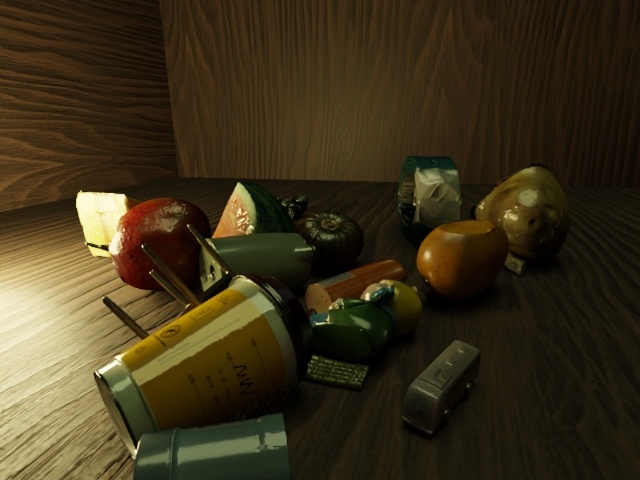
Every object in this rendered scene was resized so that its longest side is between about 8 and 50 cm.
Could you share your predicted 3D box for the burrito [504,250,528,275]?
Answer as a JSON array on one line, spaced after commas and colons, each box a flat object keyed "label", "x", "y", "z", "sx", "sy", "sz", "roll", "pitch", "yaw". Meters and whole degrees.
[{"label": "burrito", "x": 0.558, "y": 0.061, "z": 1.204, "sx": 0.055, "sy": 0.041, "sz": 0.149, "roll": -16, "pitch": 21, "yaw": -5}]

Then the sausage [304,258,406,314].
[{"label": "sausage", "x": 0.107, "y": 0.106, "z": 0.983, "sx": 0.312, "sy": 0.093, "sz": 0.093, "roll": -16, "pitch": 21, "yaw": -42}]

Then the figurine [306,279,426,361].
[{"label": "figurine", "x": 0.094, "y": 0.146, "z": 0.818, "sx": 0.185, "sy": 0.127, "sz": 0.234, "roll": -9, "pitch": 18, "yaw": 38}]

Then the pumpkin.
[{"label": "pumpkin", "x": 0.014, "y": 0.011, "z": 1.235, "sx": 0.219, "sy": 0.162, "sz": 0.219, "roll": 6, "pitch": 40, "yaw": -5}]

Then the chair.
[{"label": "chair", "x": -0.245, "y": 0.133, "z": 0.813, "sx": 0.272, "sy": 0.166, "sz": 0.188, "roll": 43, "pitch": 19, "yaw": -1}]

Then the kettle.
[{"label": "kettle", "x": -0.168, "y": 0.067, "z": 1.045, "sx": 0.255, "sy": 0.165, "sz": 0.240, "roll": -10, "pitch": -11, "yaw": -33}]

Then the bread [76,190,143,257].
[{"label": "bread", "x": -0.606, "y": -0.085, "z": 1.455, "sx": 0.233, "sy": 0.245, "sz": 0.361, "roll": 5, "pitch": 20, "yaw": 23}]

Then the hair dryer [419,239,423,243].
[{"label": "hair dryer", "x": 0.366, "y": 0.023, "z": 1.372, "sx": 0.154, "sy": 0.044, "sz": 0.183, "roll": -9, "pitch": 13, "yaw": -31}]

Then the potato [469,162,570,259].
[{"label": "potato", "x": 0.636, "y": -0.044, "z": 1.258, "sx": 0.288, "sy": 0.301, "sz": 0.237, "roll": 18, "pitch": 39, "yaw": -27}]

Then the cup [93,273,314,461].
[{"label": "cup", "x": -0.156, "y": 0.177, "z": 0.600, "sx": 0.279, "sy": 0.196, "sz": 0.196, "roll": -26, "pitch": 28, "yaw": -37}]

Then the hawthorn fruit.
[{"label": "hawthorn fruit", "x": -0.442, "y": 0.004, "z": 1.071, "sx": 0.300, "sy": 0.254, "sz": 0.254, "roll": 7, "pitch": 13, "yaw": -17}]

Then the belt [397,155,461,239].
[{"label": "belt", "x": 0.386, "y": -0.159, "z": 1.518, "sx": 0.173, "sy": 0.300, "sz": 0.436, "roll": -2, "pitch": 11, "yaw": -2}]

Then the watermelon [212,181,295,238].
[{"label": "watermelon", "x": -0.226, "y": -0.033, "z": 1.279, "sx": 0.292, "sy": 0.283, "sz": 0.250, "roll": -28, "pitch": -6, "yaw": -7}]

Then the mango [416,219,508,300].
[{"label": "mango", "x": 0.355, "y": 0.044, "z": 1.004, "sx": 0.290, "sy": 0.191, "sz": 0.160, "roll": -18, "pitch": 29, "yaw": -34}]

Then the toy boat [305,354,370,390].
[{"label": "toy boat", "x": 0.022, "y": 0.223, "z": 0.704, "sx": 0.115, "sy": 0.016, "sz": 0.063, "roll": 5, "pitch": 16, "yaw": 20}]

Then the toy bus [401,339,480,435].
[{"label": "toy bus", "x": 0.186, "y": 0.216, "z": 0.622, "sx": 0.057, "sy": 0.072, "sz": 0.172, "roll": 17, "pitch": 24, "yaw": 37}]

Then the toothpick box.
[{"label": "toothpick box", "x": -0.113, "y": 0.253, "z": 0.452, "sx": 0.153, "sy": 0.101, "sz": 0.101, "roll": -3, "pitch": 16, "yaw": -12}]

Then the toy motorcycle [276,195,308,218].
[{"label": "toy motorcycle", "x": -0.192, "y": -0.163, "z": 1.898, "sx": 0.275, "sy": 0.127, "sz": 0.205, "roll": 8, "pitch": 21, "yaw": 18}]
